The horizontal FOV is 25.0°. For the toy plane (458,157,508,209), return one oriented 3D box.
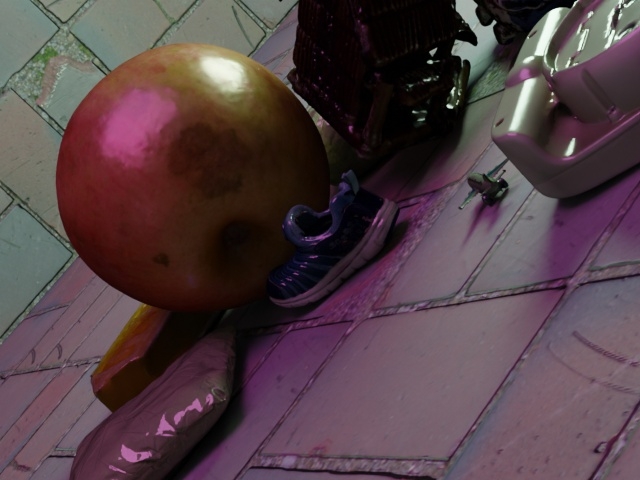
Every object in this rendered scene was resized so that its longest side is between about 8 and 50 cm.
[{"bbox_3d":[0.176,-0.059,1.539,0.080,0.033,0.083,-48,7,-4],"label":"toy plane"}]

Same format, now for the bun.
[{"bbox_3d":[0.044,-0.172,2.059,0.195,0.118,0.195,-45,11,12],"label":"bun"}]

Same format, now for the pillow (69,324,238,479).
[{"bbox_3d":[-0.214,0.230,1.757,0.280,0.076,0.274,-43,13,10],"label":"pillow"}]

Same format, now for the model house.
[{"bbox_3d":[0.108,-0.301,1.844,0.317,0.283,0.297,-18,35,-36],"label":"model house"}]

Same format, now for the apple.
[{"bbox_3d":[-0.156,-0.074,1.883,0.364,0.364,0.364,-42,15,14],"label":"apple"}]

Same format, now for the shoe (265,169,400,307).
[{"bbox_3d":[0.000,0.000,1.731,0.207,0.106,0.091,-44,12,32],"label":"shoe"}]

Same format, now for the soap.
[{"bbox_3d":[-0.234,0.152,2.022,0.160,0.080,0.257,-32,19,44],"label":"soap"}]

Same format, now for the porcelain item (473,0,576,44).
[{"bbox_3d":[0.283,-0.361,1.907,0.186,0.138,0.288,-23,14,4],"label":"porcelain item"}]

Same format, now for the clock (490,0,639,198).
[{"bbox_3d":[0.319,-0.197,1.357,0.324,0.108,0.265,-35,17,36],"label":"clock"}]
